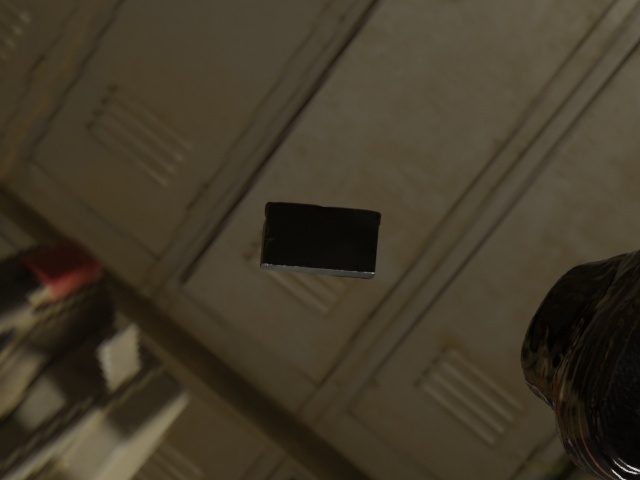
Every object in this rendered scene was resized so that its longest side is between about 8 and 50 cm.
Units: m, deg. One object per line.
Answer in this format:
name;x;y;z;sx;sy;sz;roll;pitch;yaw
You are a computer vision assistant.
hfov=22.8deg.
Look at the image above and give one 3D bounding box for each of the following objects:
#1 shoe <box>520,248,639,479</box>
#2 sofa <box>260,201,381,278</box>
shoe;0.342;0.149;1.902;0.237;0.171;0.384;-26;-159;45
sofa;0.000;0.000;1.989;0.060;0.147;0.085;109;-15;-81
